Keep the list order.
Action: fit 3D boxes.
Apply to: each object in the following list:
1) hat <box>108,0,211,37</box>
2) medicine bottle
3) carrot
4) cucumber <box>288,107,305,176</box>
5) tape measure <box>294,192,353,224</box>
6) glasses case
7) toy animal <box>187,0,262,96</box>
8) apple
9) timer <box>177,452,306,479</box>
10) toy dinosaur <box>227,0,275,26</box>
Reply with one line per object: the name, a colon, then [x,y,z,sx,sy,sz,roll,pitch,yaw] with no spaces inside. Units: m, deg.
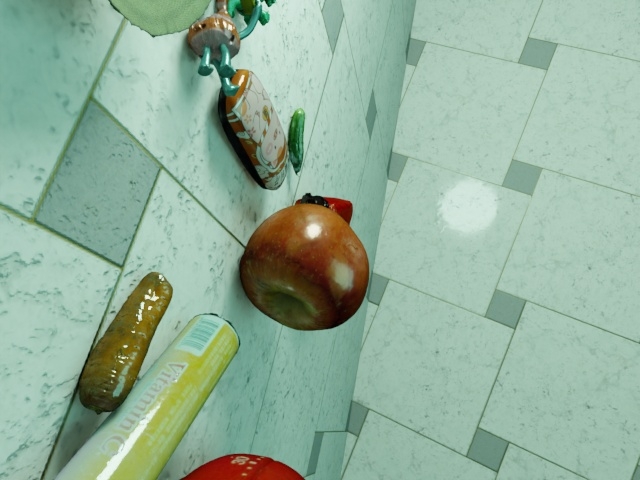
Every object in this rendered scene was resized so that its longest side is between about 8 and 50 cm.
hat: [-0.187,-0.328,0.431,0.252,0.110,0.251,15,90,-79]
medicine bottle: [-0.218,0.241,0.557,0.426,0.108,0.108,-58,152,-61]
carrot: [-0.236,0.117,0.574,0.060,0.060,0.186,77,22,-52]
cucumber: [-0.056,-0.223,1.061,0.037,0.037,0.155,-32,127,-69]
tape measure: [0.000,0.000,1.228,0.253,0.114,0.260,-25,125,-71]
glasses case: [-0.111,-0.186,0.831,0.266,0.067,0.103,63,40,-63]
toy animal: [-0.129,-0.310,0.653,0.103,0.100,0.208,6,78,-32]
apple: [-0.024,0.054,0.917,0.206,0.252,0.271,-59,140,-35]
timer: [-0.133,0.547,0.742,0.378,0.279,0.377,6,90,-76]
toy dinosaur: [-0.119,-0.399,0.737,0.096,0.059,0.132,15,86,-62]
